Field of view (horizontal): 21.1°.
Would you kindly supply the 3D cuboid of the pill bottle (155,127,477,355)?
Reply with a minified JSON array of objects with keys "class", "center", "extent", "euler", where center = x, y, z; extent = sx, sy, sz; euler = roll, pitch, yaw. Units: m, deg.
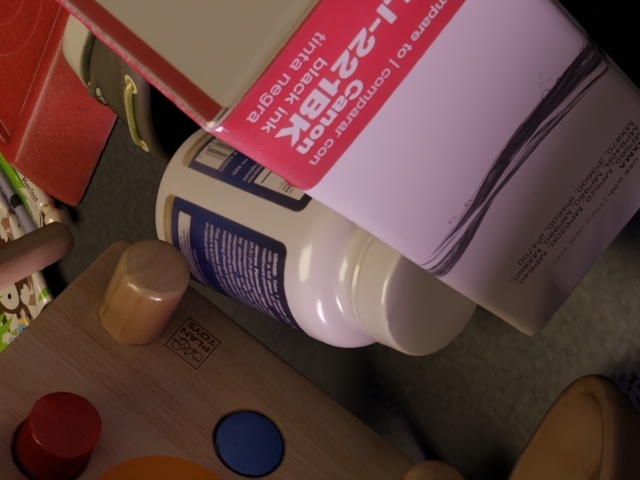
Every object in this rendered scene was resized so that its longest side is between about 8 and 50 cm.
[{"class":"pill bottle","center":[0.000,0.000,0.878],"extent":[0.169,0.094,0.094],"euler":[23,121,45]}]

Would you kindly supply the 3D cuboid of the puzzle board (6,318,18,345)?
[{"class":"puzzle board","center":[-0.235,0.099,1.273],"extent":[0.096,0.011,0.128],"euler":[5,108,50]}]

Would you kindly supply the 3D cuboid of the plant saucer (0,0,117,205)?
[{"class":"plant saucer","center":[-0.202,-0.189,1.094],"extent":[0.259,0.047,0.258],"euler":[54,138,22]}]

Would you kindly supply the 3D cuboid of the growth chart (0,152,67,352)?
[{"class":"growth chart","center":[-0.242,0.017,1.230],"extent":[0.172,0.021,0.237],"euler":[50,133,26]}]

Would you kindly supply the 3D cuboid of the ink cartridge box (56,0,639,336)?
[{"class":"ink cartridge box","center":[0.004,-0.089,0.686],"extent":[0.197,0.273,0.114],"euler":[41,96,34]}]

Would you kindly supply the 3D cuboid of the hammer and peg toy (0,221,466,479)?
[{"class":"hammer and peg toy","center":[-0.116,0.114,0.853],"extent":[0.361,0.266,0.127],"euler":[39,143,6]}]

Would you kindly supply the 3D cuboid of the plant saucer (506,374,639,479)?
[{"class":"plant saucer","center":[0.088,0.194,0.753],"extent":[0.041,0.278,0.278],"euler":[22,129,-1]}]

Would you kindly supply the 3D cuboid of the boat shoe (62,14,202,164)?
[{"class":"boat shoe","center":[-0.053,-0.157,0.877],"extent":[0.091,0.109,0.305],"euler":[55,145,21]}]
